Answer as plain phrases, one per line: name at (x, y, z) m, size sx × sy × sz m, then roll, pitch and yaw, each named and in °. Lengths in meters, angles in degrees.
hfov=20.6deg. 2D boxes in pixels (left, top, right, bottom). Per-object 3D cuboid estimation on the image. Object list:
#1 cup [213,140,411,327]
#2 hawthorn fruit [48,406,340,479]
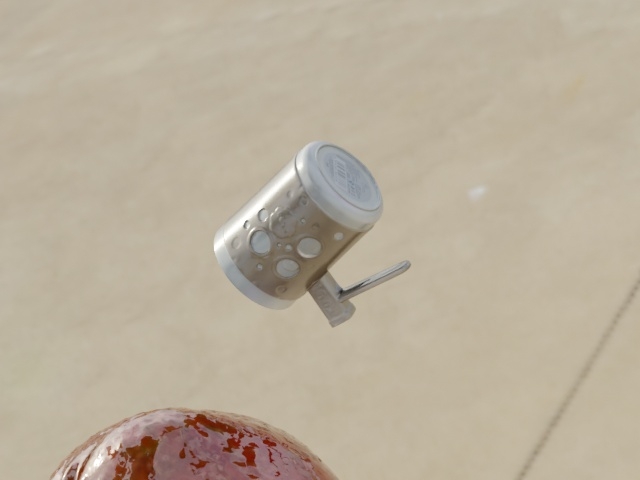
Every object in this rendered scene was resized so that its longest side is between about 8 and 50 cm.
cup at (-0.005, 0.000, 1.153) m, size 0.099 × 0.102 × 0.074 m, roll -44°, pitch -20°, yaw 29°
hawthorn fruit at (-0.057, 0.206, 1.126) m, size 0.253 × 0.205 × 0.205 m, roll 9°, pitch 9°, yaw -31°
